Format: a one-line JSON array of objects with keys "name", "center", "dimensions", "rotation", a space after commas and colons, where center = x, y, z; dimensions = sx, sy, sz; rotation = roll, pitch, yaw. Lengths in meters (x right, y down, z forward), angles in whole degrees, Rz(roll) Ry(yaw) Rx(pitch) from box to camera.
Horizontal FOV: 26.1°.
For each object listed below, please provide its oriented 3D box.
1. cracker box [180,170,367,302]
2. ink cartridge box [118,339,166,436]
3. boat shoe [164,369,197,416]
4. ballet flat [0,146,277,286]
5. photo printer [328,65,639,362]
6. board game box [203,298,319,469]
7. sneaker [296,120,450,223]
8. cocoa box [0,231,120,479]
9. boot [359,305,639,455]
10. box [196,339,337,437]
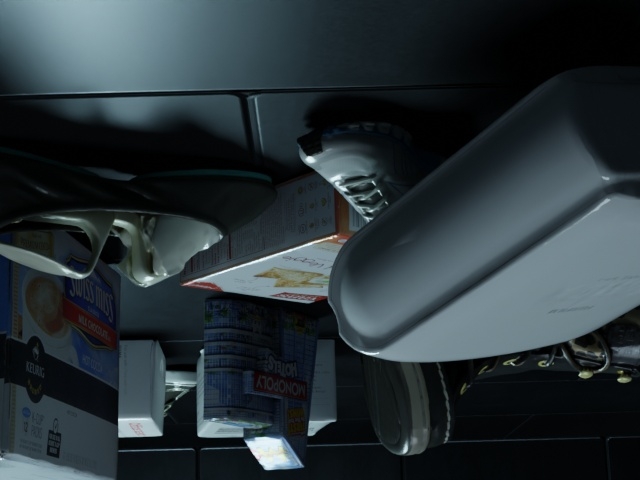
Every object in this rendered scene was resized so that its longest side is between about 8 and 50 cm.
[{"name": "cracker box", "center": [0.000, 0.000, 1.241], "dimensions": [0.155, 0.067, 0.232], "rotation": [10, 163, -38]}, {"name": "ink cartridge box", "center": [-0.366, 0.213, 1.951], "dimensions": [0.283, 0.117, 0.207], "rotation": [-1, 166, -2]}, {"name": "boat shoe", "center": [-0.262, 0.248, 2.205], "dimensions": [0.078, 0.070, 0.219], "rotation": [8, 163, -35]}, {"name": "ballet flat", "center": [-0.168, -0.013, 1.108], "dimensions": [0.280, 0.096, 0.095], "rotation": [4, 165, -23]}, {"name": "photo printer", "center": [0.169, -0.005, 0.986], "dimensions": [0.256, 0.107, 0.307], "rotation": [-3, 156, -38]}, {"name": "board game box", "center": [-0.069, 0.180, 1.694], "dimensions": [0.060, 0.194, 0.194], "rotation": [-9, 165, 27]}, {"name": "sneaker", "center": [0.051, -0.037, 1.069], "dimensions": [0.071, 0.083, 0.190], "rotation": [-10, 163, 36]}, {"name": "cocoa box", "center": [-0.339, 0.105, 1.291], "dimensions": [0.231, 0.228, 0.347], "rotation": [-2, 166, 7]}, {"name": "boot", "center": [0.181, 0.097, 1.357], "dimensions": [0.284, 0.138, 0.377], "rotation": [-4, -171, -1]}, {"name": "box", "center": [-0.081, 0.213, 1.982], "dimensions": [0.182, 0.119, 0.181], "rotation": [1, 166, -11]}]
